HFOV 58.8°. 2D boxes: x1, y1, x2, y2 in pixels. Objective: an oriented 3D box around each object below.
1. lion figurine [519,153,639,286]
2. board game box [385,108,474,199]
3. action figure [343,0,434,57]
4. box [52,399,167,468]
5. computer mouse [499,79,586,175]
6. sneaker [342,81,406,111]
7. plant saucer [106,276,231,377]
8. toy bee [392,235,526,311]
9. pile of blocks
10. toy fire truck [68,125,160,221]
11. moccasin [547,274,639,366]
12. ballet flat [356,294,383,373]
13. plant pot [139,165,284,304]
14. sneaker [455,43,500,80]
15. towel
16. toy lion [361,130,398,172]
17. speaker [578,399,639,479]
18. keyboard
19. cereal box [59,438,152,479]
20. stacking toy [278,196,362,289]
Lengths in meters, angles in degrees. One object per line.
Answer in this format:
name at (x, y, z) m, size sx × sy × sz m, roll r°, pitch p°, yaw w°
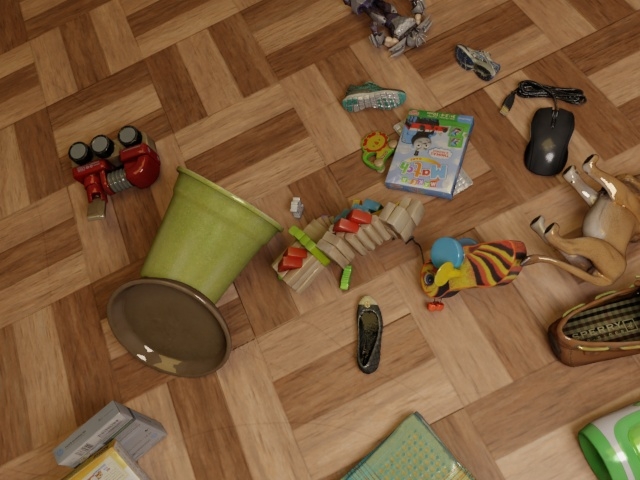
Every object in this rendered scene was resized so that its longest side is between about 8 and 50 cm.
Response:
lion figurine at (0.562, -0.019, 1.116) m, size 0.240 × 0.142 × 0.392 m, roll 42°, pitch 68°, yaw -1°
board game box at (0.262, -0.210, 1.363) m, size 0.160 × 0.039 × 0.211 m, roll 13°, pitch 73°, yaw 22°
action figure at (0.184, -0.615, 1.563) m, size 0.185 × 0.099 × 0.285 m, roll -37°, pitch 66°, yaw -16°
box at (-0.416, 0.406, 1.144) m, size 0.145 × 0.186 × 0.038 m, roll -40°, pitch 55°, yaw -7°
computer mouse at (0.510, -0.282, 1.341) m, size 0.184 × 0.060 × 0.262 m, roll 18°, pitch 69°, yaw 20°
sneaker at (0.140, -0.384, 1.479) m, size 0.167 × 0.065 × 0.076 m, roll 0°, pitch 61°, yaw 12°
plant saucer at (-0.317, 0.182, 1.208) m, size 0.278 × 0.277 × 0.041 m, roll 1°, pitch 34°, yaw 13°
toy bee at (0.281, 0.071, 1.185) m, size 0.195 × 0.298 × 0.162 m, roll 1°, pitch 91°, yaw -23°
pile of blocks at (0.037, -0.024, 1.213) m, size 0.362 × 0.112 × 0.148 m, roll -27°, pitch 55°, yaw 12°
toy fire truck at (-0.536, -0.156, 1.484) m, size 0.217 × 0.158 × 0.246 m, roll -17°, pitch 73°, yaw 4°
moccasin at (0.621, 0.128, 1.064) m, size 0.380 × 0.147 × 0.139 m, roll -13°, pitch 62°, yaw 7°
ballet flat at (0.104, 0.196, 1.205) m, size 0.058 × 0.049 × 0.173 m, roll -5°, pitch 63°, yaw 10°
plant pot at (-0.264, 0.011, 1.282) m, size 0.276 × 0.276 × 0.253 m, roll 28°, pitch 84°, yaw 24°
sneaker at (0.406, -0.465, 1.468) m, size 0.058 × 0.052 × 0.135 m, roll -37°, pitch 69°, yaw -17°
towel at (0.198, 0.541, 1.023) m, size 0.271 × 0.040 × 0.370 m, roll -39°, pitch 64°, yaw -7°
toy lion at (0.140, -0.227, 1.419) m, size 0.096 × 0.034 × 0.100 m, roll 28°, pitch 74°, yaw 31°
speaker at (0.612, 0.325, 0.982) m, size 0.297 × 0.131 × 0.131 m, roll -23°, pitch 61°, yaw 1°
keyboard at (0.271, -0.211, 1.388) m, size 0.072 × 0.014 × 0.256 m, roll -29°, pitch 61°, yaw -2°
cereal box at (-0.389, 0.526, 1.086) m, size 0.173 × 0.047 × 0.240 m, roll -36°, pitch 100°, yaw -6°
stacking toy at (0.000, 0.000, 1.326) m, size 0.167 × 0.052 × 0.221 m, roll 5°, pitch 66°, yaw 16°
